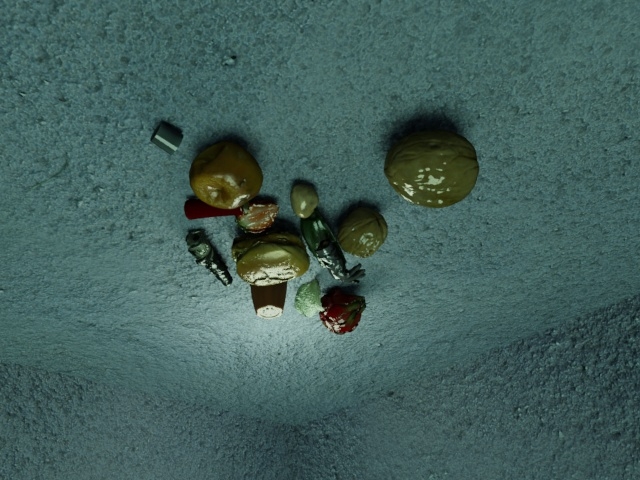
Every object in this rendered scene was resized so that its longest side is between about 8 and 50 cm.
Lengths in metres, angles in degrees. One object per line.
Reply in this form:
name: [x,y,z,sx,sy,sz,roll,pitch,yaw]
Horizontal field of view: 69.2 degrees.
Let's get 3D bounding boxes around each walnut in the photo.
walnut: [0.165,-0.029,1.864,0.213,0.213,0.213,-4,142,-3]
walnut: [0.368,-0.245,1.557,0.312,0.277,0.252,0,111,-1]

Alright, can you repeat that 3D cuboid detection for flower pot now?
flower pot: [-0.242,0.268,2.193,0.190,0.173,0.191,-4,144,-3]

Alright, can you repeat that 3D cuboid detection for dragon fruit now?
dragon fruit: [0.114,0.342,2.313,0.233,0.234,0.293,23,128,-32]

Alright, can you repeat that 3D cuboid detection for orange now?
orange: [-0.306,-0.218,1.558,0.248,0.184,0.249,10,150,6]

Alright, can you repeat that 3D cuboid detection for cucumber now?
cucumber: [0.000,0.002,1.919,0.105,0.145,0.326,-37,138,-11]

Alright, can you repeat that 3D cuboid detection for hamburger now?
hamburger: [-0.209,0.070,1.917,0.304,0.174,0.284,-16,150,12]

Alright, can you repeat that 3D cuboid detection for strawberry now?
strawberry: [-0.245,-0.108,1.788,0.186,0.082,0.147,-24,138,11]

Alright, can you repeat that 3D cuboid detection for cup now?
cup: [-0.497,-0.324,1.486,0.077,0.078,0.100,31,160,-32]

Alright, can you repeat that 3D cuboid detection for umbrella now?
umbrella: [-0.472,0.095,1.986,0.106,0.113,0.358,-29,142,-7]

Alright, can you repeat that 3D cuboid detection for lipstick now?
lipstick: [-0.384,-0.123,1.713,0.240,0.080,0.080,-4,144,16]

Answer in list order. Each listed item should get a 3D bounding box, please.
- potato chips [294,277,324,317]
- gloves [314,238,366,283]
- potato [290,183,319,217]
potato chips: [-0.043,0.283,2.261,0.228,0.167,0.059,-38,173,40]
gloves: [0.074,0.096,1.872,0.285,0.142,0.119,37,96,-33]
potato: [-0.061,-0.150,1.743,0.111,0.112,0.147,-6,145,-1]
